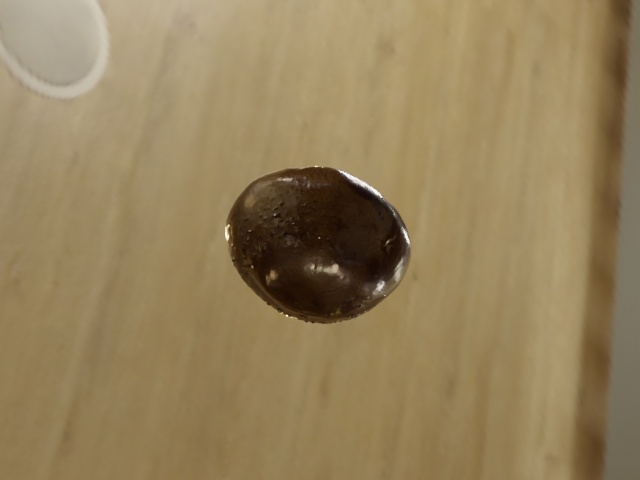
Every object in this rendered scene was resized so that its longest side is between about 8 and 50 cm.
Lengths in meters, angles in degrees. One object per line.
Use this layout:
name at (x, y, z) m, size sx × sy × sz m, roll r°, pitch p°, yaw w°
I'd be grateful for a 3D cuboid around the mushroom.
mushroom at (0.000, 0.000, 0.931) m, size 0.127 × 0.127 × 0.087 m, roll 39°, pitch -140°, yaw -34°
